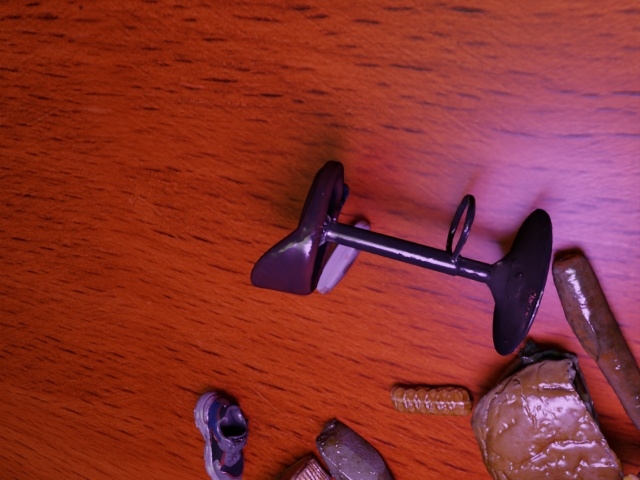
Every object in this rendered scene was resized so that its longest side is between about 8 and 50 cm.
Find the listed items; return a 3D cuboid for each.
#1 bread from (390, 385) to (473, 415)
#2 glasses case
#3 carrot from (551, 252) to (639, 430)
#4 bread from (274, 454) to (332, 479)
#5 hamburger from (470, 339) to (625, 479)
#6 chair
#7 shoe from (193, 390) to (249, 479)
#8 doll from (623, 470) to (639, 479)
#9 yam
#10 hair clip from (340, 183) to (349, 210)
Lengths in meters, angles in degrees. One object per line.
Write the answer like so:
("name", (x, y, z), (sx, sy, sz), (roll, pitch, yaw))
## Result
("bread", (0.209, 0.303, 0.963), (0.157, 0.044, 0.052), (-5, 97, 25))
("glasses case", (0.042, 0.032, 0.947), (0.041, 0.063, 0.164), (37, 116, 13))
("carrot", (0.455, 0.176, 0.802), (0.070, 0.070, 0.342), (-26, 95, 28))
("bread", (-0.057, 0.564, 1.112), (0.190, 0.132, 0.114), (-41, 86, 32))
("hamburger", (0.369, 0.332, 0.850), (0.211, 0.132, 0.309), (-23, 98, 24))
("chair", (0.109, 0.014, 0.775), (0.400, 0.226, 0.227), (14, 111, 7))
("shoe", (-0.201, 0.452, 1.163), (0.125, 0.099, 0.228), (-14, 95, 30))
("doll", (0.545, 0.366, 0.744), (0.098, 0.241, 0.135), (-26, 69, 62))
("yam", (0.093, 0.494, 1.041), (0.106, 0.106, 0.259), (-28, 94, 29))
("hair clip", (0.000, 0.000, 0.968), (0.039, 0.070, 0.230), (27, 122, 16))
